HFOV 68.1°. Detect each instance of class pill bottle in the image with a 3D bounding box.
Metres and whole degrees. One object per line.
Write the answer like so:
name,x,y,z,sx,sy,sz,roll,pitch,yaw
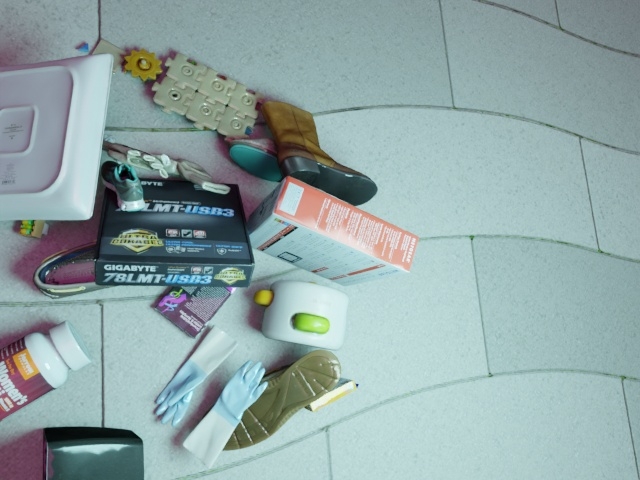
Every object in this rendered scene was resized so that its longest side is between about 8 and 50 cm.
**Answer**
pill bottle,-0.575,0.255,0.916,0.221,0.121,0.121,-31,91,-22

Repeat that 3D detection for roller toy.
roller toy,-0.033,0.167,1.091,0.191,0.209,0.146,27,68,-50

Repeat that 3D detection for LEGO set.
LEGO set,-0.557,-0.143,1.004,0.132,0.107,0.287,42,69,-8

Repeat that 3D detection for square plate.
square plate,-0.590,-0.210,0.942,0.346,0.049,0.344,-1,78,14

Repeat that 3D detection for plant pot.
plant pot,-0.435,0.454,0.907,0.166,0.188,0.188,2,79,-33

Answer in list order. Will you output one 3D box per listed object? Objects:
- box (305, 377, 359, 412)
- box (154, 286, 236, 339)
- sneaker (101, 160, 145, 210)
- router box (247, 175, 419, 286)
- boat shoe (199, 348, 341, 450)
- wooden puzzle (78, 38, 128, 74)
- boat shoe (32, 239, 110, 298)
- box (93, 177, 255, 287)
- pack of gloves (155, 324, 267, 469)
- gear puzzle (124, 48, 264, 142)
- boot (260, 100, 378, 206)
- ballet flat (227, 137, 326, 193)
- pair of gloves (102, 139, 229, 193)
box,0.025,0.363,1.132,0.136,0.081,0.028,-22,87,-22
box,-0.284,0.129,1.094,0.116,0.029,0.162,41,68,-8
sneaker,-0.408,-0.133,0.981,0.064,0.076,0.166,-18,47,-38
router box,0.000,0.000,1.057,0.301,0.335,0.082,24,73,-16
boat shoe,-0.105,0.353,1.069,0.341,0.123,0.123,-33,81,-1
wooden puzzle,-0.505,-0.437,1.130,0.116,0.014,0.079,33,66,-11
boat shoe,-0.435,0.042,1.018,0.324,0.096,0.117,-16,86,-21
box,-0.306,-0.026,1.004,0.295,0.073,0.293,3,40,-20
pack of gloves,-0.239,0.321,1.006,0.195,0.046,0.232,30,76,25
gear puzzle,-0.318,-0.359,1.166,0.338,0.044,0.176,23,66,-15
boot,-0.006,-0.216,1.165,0.263,0.096,0.281,4,45,-26
ballet flat,-0.080,-0.193,1.202,0.315,0.107,0.106,26,52,-19
pair of gloves,-0.332,-0.165,1.014,0.240,0.204,0.042,15,99,-42
